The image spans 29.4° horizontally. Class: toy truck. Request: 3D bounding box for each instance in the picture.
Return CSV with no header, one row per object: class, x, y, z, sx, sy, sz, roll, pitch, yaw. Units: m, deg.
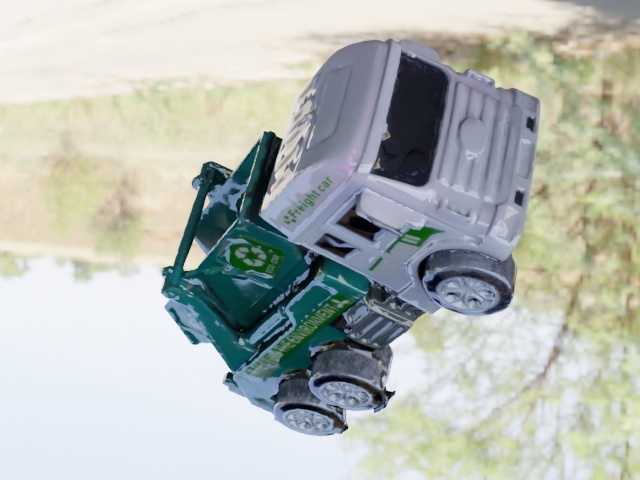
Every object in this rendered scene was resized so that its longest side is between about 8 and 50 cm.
toy truck,0.000,0.000,0.552,0.116,0.110,0.216,24,146,-16
